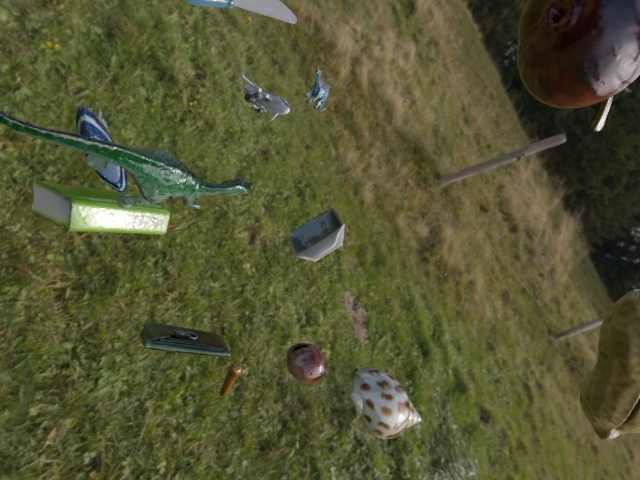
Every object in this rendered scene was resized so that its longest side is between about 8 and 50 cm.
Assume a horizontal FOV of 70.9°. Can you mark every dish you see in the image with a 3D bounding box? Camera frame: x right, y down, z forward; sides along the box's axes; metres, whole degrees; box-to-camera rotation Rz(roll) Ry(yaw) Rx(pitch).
[{"bbox_3d":[0.000,0.000,1.198,0.064,0.154,0.234,58,3,-18],"label":"dish"}]

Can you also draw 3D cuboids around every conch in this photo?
[{"bbox_3d":[0.197,0.491,1.333,0.275,0.149,0.182,45,58,-45],"label":"conch"}]

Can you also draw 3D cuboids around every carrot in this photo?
[{"bbox_3d":[-0.279,0.431,1.379,0.037,0.190,0.037,15,43,-15],"label":"carrot"}]

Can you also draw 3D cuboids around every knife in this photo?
[{"bbox_3d":[-0.144,-0.445,0.823,0.244,0.032,0.058,-10,91,-38],"label":"knife"}]

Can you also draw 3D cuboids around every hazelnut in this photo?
[{"bbox_3d":[-0.030,0.248,0.916,0.086,0.086,0.086,38,38,-38],"label":"hazelnut"}]

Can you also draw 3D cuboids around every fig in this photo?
[{"bbox_3d":[0.428,-0.299,0.694,0.250,0.186,0.203,6,68,-30],"label":"fig"}]

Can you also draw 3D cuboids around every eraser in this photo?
[{"bbox_3d":[-0.580,-0.082,1.198,0.274,0.210,0.092,4,104,-56],"label":"eraser"}]

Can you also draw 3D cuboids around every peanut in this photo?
[{"bbox_3d":[0.284,0.113,0.406,0.080,0.080,0.174,-65,158,-54],"label":"peanut"}]

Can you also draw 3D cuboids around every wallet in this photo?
[{"bbox_3d":[-0.387,0.288,1.294,0.236,0.160,0.055,12,93,-25],"label":"wallet"}]

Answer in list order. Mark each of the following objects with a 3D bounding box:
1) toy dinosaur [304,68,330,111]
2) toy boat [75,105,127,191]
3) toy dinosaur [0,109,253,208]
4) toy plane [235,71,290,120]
[{"bbox_3d":[-0.005,-0.422,1.297,0.045,0.080,0.197,37,-10,15],"label":"toy dinosaur"},{"bbox_3d":[-0.532,-0.243,1.091,0.291,0.067,0.220,51,-22,48],"label":"toy boat"},{"bbox_3d":[-0.262,-0.088,0.561,0.383,0.129,0.076,8,66,-47],"label":"toy dinosaur"},{"bbox_3d":[-0.142,-0.353,1.133,0.171,0.065,0.162,43,2,30],"label":"toy plane"}]
